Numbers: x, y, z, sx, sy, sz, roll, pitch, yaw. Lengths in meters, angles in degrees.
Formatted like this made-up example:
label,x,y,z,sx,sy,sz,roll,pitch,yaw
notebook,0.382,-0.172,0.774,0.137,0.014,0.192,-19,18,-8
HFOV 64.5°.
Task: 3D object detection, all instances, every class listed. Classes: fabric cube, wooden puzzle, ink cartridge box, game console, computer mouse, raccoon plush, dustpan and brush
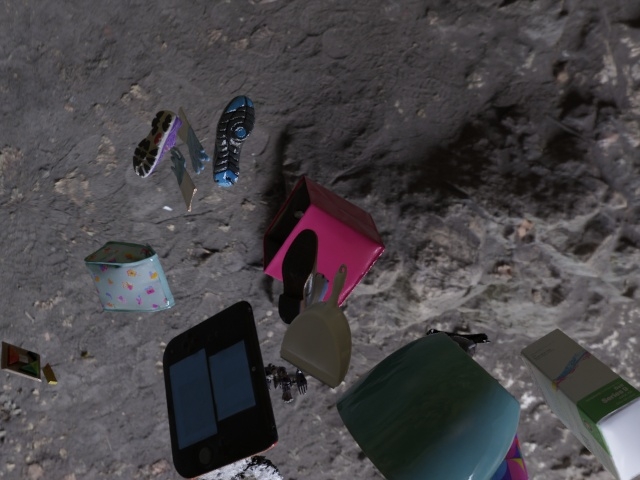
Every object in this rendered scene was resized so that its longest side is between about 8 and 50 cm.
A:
label,x,y,z,sx,sy,sz,roll,pitch,yaw
fabric cube,0.000,0.000,1.534,0.258,0.259,0.254,28,110,-18
wooden puzzle,-0.490,0.198,0.835,0.014,0.078,0.116,-48,140,2
ink cartridge box,0.461,0.275,0.875,0.093,0.212,0.154,-32,111,-1
game console,-0.279,0.393,1.334,0.060,0.342,0.386,20,45,-49
computer mouse,0.290,0.251,1.229,0.262,0.184,0.060,-13,97,-57
raccoon plush,-0.350,0.706,1.796,0.216,0.299,0.446,-35,123,-8
dustpan and brush,0.009,0.145,0.940,0.060,0.147,0.211,-11,118,-52

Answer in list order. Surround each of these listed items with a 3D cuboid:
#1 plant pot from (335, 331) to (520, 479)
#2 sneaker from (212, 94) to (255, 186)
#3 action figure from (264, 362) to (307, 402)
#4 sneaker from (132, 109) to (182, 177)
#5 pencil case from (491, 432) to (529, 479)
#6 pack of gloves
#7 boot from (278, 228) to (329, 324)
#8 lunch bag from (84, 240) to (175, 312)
label,x,y,z,sx,sy,sz,roll,pitch,yaw
plant pot,0.215,0.314,0.927,0.235,0.293,0.293,-46,116,1
sneaker,-0.333,-0.370,1.833,0.125,0.139,0.340,9,119,-26
action figure,-0.167,0.527,1.876,0.164,0.276,0.140,11,74,-27
sneaker,-0.375,-0.220,1.192,0.169,0.068,0.071,-58,158,4
pencil case,0.385,0.465,1.081,0.105,0.104,0.236,11,59,-31
pack of gloves,-0.364,-0.229,1.428,0.046,0.232,0.195,-4,135,-33
boot,-0.030,0.075,1.143,0.106,0.082,0.219,-10,118,-59
lunch bag,-0.635,0.128,1.738,0.160,0.263,0.223,-59,145,-55
